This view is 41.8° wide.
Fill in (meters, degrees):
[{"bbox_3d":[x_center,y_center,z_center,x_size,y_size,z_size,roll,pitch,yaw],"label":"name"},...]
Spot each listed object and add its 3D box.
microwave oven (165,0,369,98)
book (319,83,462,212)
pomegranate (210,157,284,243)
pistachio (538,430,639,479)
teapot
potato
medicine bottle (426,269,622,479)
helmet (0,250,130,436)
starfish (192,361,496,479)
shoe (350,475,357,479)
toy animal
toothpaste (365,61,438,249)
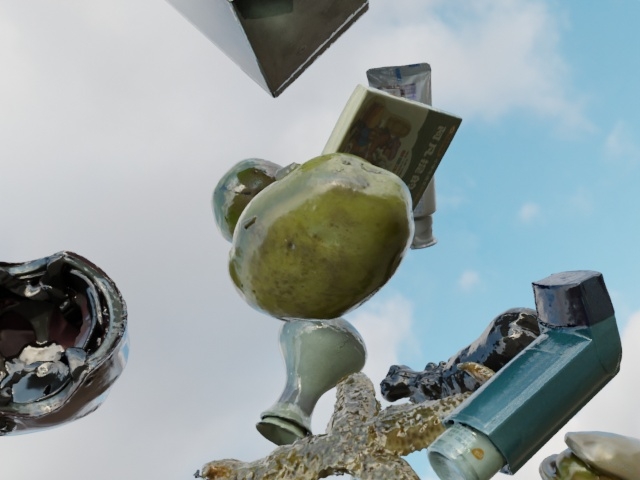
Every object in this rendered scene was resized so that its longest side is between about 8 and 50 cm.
[{"bbox_3d":[-0.166,-0.497,1.320,0.236,0.432,0.374,-45,-17,-5],"label":"microwave oven"},{"bbox_3d":[0.087,-0.108,1.190,0.264,0.027,0.202,3,-61,-54],"label":"book"},{"bbox_3d":[-0.128,-0.055,1.624,0.179,0.179,0.210,-20,-25,-25],"label":"pomegranate"},{"bbox_3d":[0.474,0.381,1.308,0.288,0.197,0.166,33,-79,-21],"label":"pistachio"},{"bbox_3d":[-0.025,0.261,1.577,0.251,0.183,0.183,-63,-27,-31],"label":"teapot"},{"bbox_3d":[-0.001,-0.001,0.995,0.197,0.148,0.228,12,-54,-15],"label":"potato"},{"bbox_3d":[0.210,0.143,0.851,0.258,0.079,0.124,-37,-74,-23],"label":"medicine bottle"},{"bbox_3d":[-0.445,0.172,1.244,0.338,0.271,0.197,-18,-31,-12],"label":"helmet"},{"bbox_3d":[0.049,0.281,1.281,0.324,0.432,0.082,-45,-64,-44],"label":"starfish"},{"bbox_3d":[0.129,0.522,1.920,0.103,0.100,0.251,-4,-52,-18],"label":"shoe"},{"bbox_3d":[0.254,0.230,1.356,0.343,0.168,0.106,-35,7,39],"label":"toy animal"},{"bbox_3d":[0.144,-0.136,1.368,0.073,0.114,0.299,-30,-64,-54],"label":"toothpaste"}]
